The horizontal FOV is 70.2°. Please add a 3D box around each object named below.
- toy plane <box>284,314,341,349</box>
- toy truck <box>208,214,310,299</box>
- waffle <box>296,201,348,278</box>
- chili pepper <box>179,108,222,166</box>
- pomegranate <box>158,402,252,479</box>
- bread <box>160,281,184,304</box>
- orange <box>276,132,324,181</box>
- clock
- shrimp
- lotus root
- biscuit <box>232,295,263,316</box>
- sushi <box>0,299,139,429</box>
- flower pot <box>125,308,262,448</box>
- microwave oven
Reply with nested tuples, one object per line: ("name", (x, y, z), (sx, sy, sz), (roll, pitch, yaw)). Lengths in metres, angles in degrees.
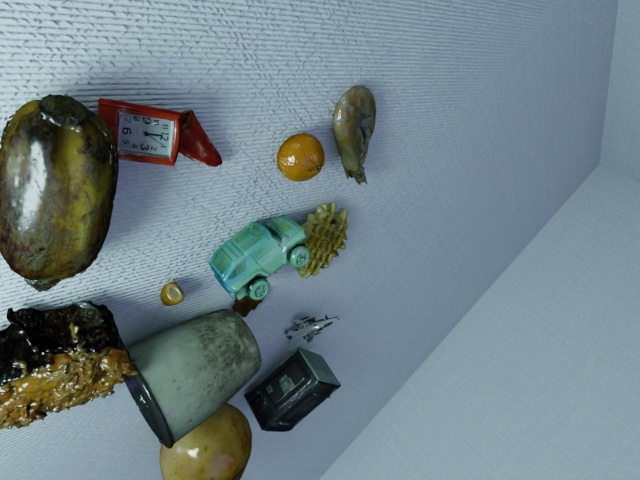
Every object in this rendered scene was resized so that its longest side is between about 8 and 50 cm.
("toy plane", (-0.036, 0.329, 1.736), (0.234, 0.082, 0.160), (-31, 132, -4))
("toy truck", (-0.169, 0.042, 1.300), (0.278, 0.155, 0.156), (-38, 133, -14))
("waffle", (-0.002, -0.001, 1.493), (0.250, 0.056, 0.261), (-34, 142, -33))
("chili pepper", (-0.278, -0.218, 1.044), (0.088, 0.065, 0.169), (-32, 147, 8))
("pomegranate", (-0.398, 0.696, 1.537), (0.338, 0.338, 0.338), (-26, 137, -27))
("bread", (-0.410, 0.149, 1.240), (0.049, 0.103, 0.062), (-38, 99, -32))
("orange", (-0.050, -0.221, 1.220), (0.135, 0.117, 0.136), (-22, 128, -31))
("clock", (-0.360, -0.218, 0.913), (0.155, 0.061, 0.113), (6, 121, -21))
("shrimp", (0.115, -0.304, 1.351), (0.168, 0.077, 0.317), (-35, 138, -22))
("lotus root", (-0.491, -0.071, 0.844), (0.195, 0.179, 0.398), (9, 123, -31))
("biscuit", (-0.227, 0.191, 1.476), (0.129, 0.019, 0.120), (-27, 137, -26))
("sushi", (-0.614, 0.270, 1.009), (0.348, 0.207, 0.235), (-20, 140, -27))
("flower pot", (-0.360, 0.356, 1.287), (0.330, 0.293, 0.294), (-30, 139, -35))
("microwave oven", (-0.102, 0.594, 1.777), (0.295, 0.181, 0.237), (-42, 147, 5))
